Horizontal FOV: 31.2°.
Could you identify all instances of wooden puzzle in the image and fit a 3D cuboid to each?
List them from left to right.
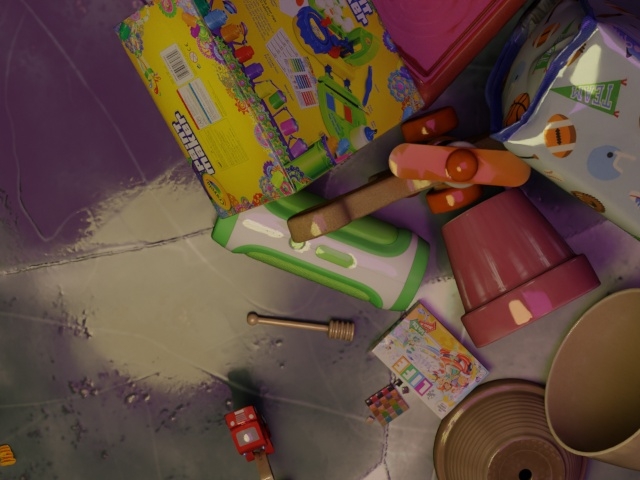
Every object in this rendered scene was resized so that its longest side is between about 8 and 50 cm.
[{"bbox_3d":[0.102,0.250,1.745,0.083,0.006,0.049,-34,99,1],"label":"wooden puzzle"}]

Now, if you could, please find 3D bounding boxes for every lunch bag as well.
[{"bbox_3d":[0.400,-0.171,1.522,0.328,0.385,0.239,35,115,-9],"label":"lunch bag"}]

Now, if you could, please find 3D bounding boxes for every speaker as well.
[{"bbox_3d":[0.000,0.000,1.637,0.297,0.131,0.131,21,96,-7],"label":"speaker"}]

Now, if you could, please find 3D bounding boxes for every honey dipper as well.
[{"bbox_3d":[-0.030,0.126,1.707,0.161,0.030,0.030,8,98,-3],"label":"honey dipper"}]

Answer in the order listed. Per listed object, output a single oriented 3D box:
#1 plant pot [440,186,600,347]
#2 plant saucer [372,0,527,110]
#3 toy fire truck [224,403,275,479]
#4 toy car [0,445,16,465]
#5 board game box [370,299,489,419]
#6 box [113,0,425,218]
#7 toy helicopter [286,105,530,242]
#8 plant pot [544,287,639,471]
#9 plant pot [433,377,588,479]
[{"bbox_3d":[0.270,0.031,1.641,0.201,0.201,0.180,-28,84,0],"label":"plant pot"},{"bbox_3d":[0.144,-0.362,1.638,0.259,0.048,0.258,42,93,-8],"label":"plant saucer"},{"bbox_3d":[-0.086,0.321,1.677,0.047,0.192,0.135,-21,71,-2],"label":"toy fire truck"},{"bbox_3d":[-0.518,0.341,1.710,0.122,0.060,0.040,-14,55,-18],"label":"toy car"},{"bbox_3d":[0.165,0.180,1.729,0.154,0.026,0.103,44,94,-9],"label":"board game box"},{"bbox_3d":[-0.060,-0.229,1.512,0.279,0.177,0.290,-35,101,-37],"label":"box"},{"bbox_3d":[0.117,-0.074,1.537,0.355,0.235,0.140,-25,100,-27],"label":"toy helicopter"},{"bbox_3d":[0.516,0.241,1.675,0.274,0.256,0.256,28,96,-24],"label":"plant pot"},{"bbox_3d":[0.294,0.335,1.721,0.237,0.110,0.237,0,99,-3],"label":"plant pot"}]
